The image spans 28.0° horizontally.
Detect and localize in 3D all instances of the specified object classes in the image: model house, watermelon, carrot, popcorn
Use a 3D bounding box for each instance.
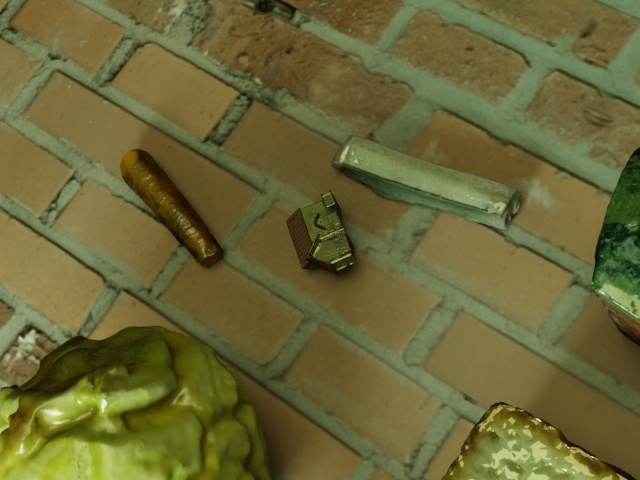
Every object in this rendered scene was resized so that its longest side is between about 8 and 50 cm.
[{"bbox_3d":[0.000,0.000,1.281,0.058,0.057,0.083,-21,64,5],"label":"model house"},{"bbox_3d":[0.336,0.045,1.093,0.260,0.176,0.256,30,41,30],"label":"watermelon"},{"bbox_3d":[-0.160,-0.034,1.366,0.042,0.042,0.171,-41,63,-1],"label":"carrot"},{"bbox_3d":[-0.181,0.210,1.140,0.293,0.237,0.293,-22,23,10],"label":"popcorn"}]

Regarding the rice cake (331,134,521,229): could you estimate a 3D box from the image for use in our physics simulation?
[{"bbox_3d":[0.102,-0.062,1.283,0.206,0.036,0.047,19,63,27],"label":"rice cake"}]

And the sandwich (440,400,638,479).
[{"bbox_3d":[0.165,0.322,1.019,0.262,0.131,0.325,29,70,27],"label":"sandwich"}]
